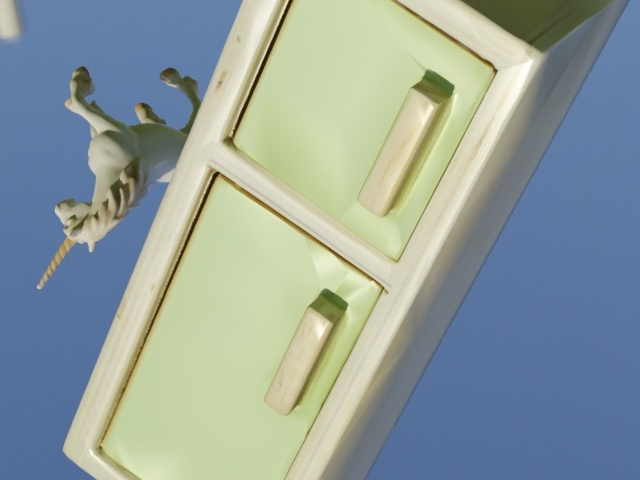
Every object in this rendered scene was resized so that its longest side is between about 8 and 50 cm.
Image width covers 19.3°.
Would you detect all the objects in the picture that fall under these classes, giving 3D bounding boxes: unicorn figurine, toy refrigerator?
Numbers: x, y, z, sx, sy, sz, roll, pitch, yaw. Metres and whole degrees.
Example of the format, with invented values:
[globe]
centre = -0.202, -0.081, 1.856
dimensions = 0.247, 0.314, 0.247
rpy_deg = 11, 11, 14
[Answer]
[unicorn figurine]
centre = -0.110, -0.051, 1.118
dimensions = 0.162, 0.060, 0.111
rpy_deg = -16, -125, -24
[toy refrigerator]
centre = 0.000, 0.000, 0.695
dimensions = 0.102, 0.269, 0.094
rpy_deg = 36, -144, 13
